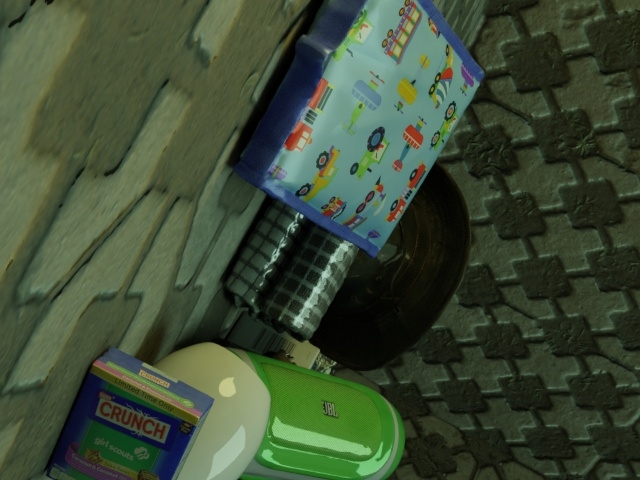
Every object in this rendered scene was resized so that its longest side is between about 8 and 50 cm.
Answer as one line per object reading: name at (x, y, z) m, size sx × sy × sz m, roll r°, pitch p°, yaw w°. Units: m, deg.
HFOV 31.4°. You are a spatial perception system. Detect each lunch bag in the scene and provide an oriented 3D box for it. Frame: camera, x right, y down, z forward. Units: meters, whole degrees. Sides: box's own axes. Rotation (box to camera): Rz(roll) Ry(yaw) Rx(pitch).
lunch bag at (0.027, -0.124, 1.035) m, size 0.221 × 0.138 × 0.293 m, roll -59°, pitch 165°, yaw 0°

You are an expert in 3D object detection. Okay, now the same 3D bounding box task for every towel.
towel at (0.000, 0.000, 1.325) m, size 0.235 × 0.121 × 0.284 m, roll -61°, pitch 175°, yaw -6°

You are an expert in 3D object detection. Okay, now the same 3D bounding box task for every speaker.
speaker at (-0.035, 0.200, 1.244) m, size 0.296 × 0.131 × 0.131 m, roll 23°, pitch 96°, yaw -48°

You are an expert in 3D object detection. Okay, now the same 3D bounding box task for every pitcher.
pitcher at (-0.149, 0.195, 1.015) m, size 0.207 × 0.125 × 0.178 m, roll -48°, pitch -170°, yaw -24°

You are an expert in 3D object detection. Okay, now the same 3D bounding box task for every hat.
hat at (0.039, 0.016, 1.542) m, size 0.134 × 0.331 × 0.331 m, roll 13°, pitch 110°, yaw -43°

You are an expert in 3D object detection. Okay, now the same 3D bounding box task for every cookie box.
cookie box at (-0.145, 0.149, 0.866) m, size 0.107 × 0.092 × 0.040 m, roll -65°, pitch 177°, yaw 19°

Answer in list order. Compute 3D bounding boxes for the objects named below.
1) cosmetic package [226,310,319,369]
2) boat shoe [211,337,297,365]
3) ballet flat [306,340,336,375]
cosmetic package at (-0.088, 0.203, 1.543) m, size 0.085 × 0.117 × 0.231 m, roll -58°, pitch 172°, yaw -37°
boat shoe at (-0.057, 0.165, 1.379) m, size 0.066 × 0.183 × 0.066 m, roll -25°, pitch -131°, yaw 47°
ballet flat at (-0.092, 0.357, 1.920) m, size 0.483 × 0.182 × 0.164 m, roll -62°, pitch 176°, yaw 7°
